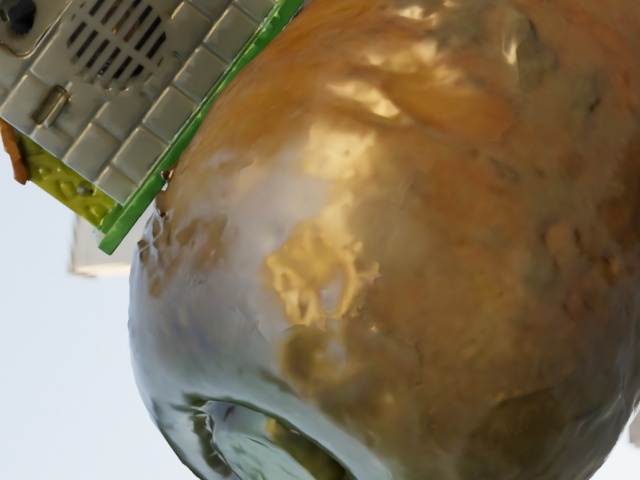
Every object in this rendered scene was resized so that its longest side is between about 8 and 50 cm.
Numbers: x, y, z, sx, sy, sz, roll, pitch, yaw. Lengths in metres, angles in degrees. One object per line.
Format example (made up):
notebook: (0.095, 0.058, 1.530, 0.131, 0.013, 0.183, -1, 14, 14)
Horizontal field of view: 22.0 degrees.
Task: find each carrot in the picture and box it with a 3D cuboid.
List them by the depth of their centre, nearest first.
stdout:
carrot: (0.069, -0.025, 0.721, 0.341, 0.224, 0.224, -52, -50, -30)

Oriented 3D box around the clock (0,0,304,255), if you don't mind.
clock: (-0.161, -0.159, 0.979, 0.255, 0.220, 0.106, 38, -177, -14)
